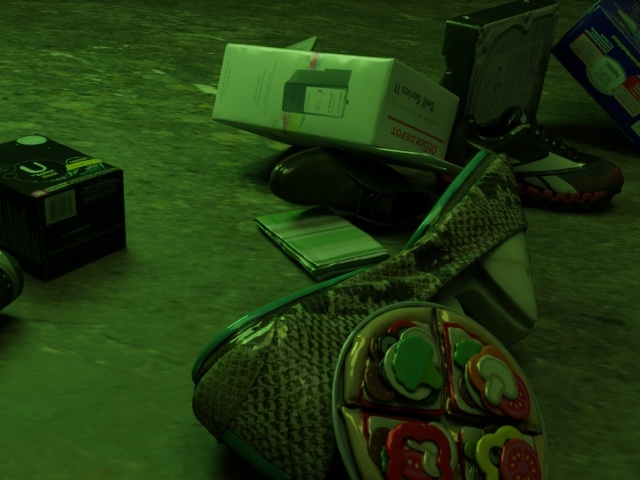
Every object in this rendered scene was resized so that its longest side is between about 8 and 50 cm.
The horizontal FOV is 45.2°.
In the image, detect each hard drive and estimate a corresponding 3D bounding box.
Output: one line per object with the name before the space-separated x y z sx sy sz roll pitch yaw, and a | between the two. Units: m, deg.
hard drive | 0.291 -0.265 1.273 0.064 0.236 0.339 22 31 28

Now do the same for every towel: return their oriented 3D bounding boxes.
towel | 0.000 0.000 0.954 0.113 0.023 0.152 -10 29 -31

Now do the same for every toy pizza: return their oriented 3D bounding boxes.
toy pizza | 0.100 0.135 0.579 0.201 0.032 0.201 15 56 -24

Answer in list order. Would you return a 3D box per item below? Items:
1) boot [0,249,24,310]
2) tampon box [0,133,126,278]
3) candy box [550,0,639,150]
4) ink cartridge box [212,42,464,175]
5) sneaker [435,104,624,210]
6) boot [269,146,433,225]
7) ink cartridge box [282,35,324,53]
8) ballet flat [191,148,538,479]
boot | -0.412 0.064 0.686 0.237 0.085 0.178 5 30 -1
tampon box | -0.324 -0.045 0.886 0.161 0.101 0.120 22 31 29
candy box | 0.582 -0.325 1.427 0.268 0.122 0.317 48 37 0
ink cartridge box | 0.050 -0.180 1.073 0.354 0.119 0.207 15 4 34
sneaker | 0.312 -0.124 1.119 0.276 0.135 0.097 7 26 1
boot | 0.046 -0.068 0.990 0.219 0.082 0.106 -3 23 -41
ink cartridge box | -0.055 -0.319 1.453 0.109 0.062 0.209 -19 24 15
ballet flat | 0.097 0.071 0.726 0.182 0.164 0.483 41 45 16
